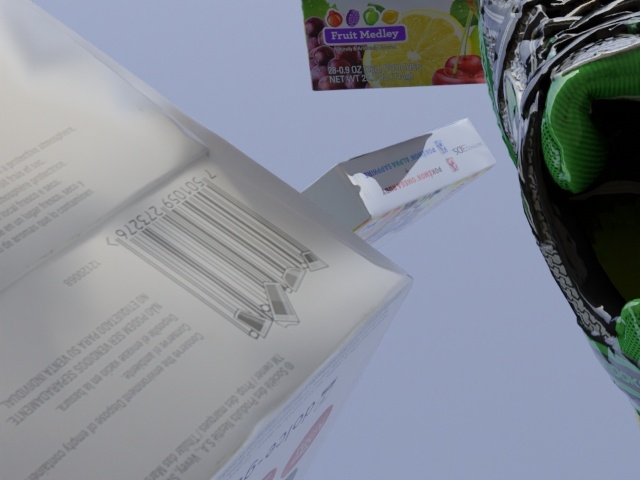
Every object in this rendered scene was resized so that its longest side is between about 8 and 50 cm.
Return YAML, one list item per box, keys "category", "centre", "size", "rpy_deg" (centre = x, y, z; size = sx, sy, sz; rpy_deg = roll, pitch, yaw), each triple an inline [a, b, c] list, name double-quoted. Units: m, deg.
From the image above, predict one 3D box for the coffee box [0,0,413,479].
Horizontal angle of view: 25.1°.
- category: "coffee box"
  centre: [-0.213, 0.108, 0.811]
  size: [0.338, 0.334, 0.337]
  rpy_deg: [36, -142, 12]

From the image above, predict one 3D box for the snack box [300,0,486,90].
- category: "snack box"
  centre: [0.070, -0.209, 0.957]
  size: [0.174, 0.070, 0.207]
  rpy_deg: [-2, -63, 12]

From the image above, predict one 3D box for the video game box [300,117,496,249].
- category: "video game box"
  centre: [0.000, 0.000, 0.991]
  size: [0.205, 0.187, 0.048]
  rpy_deg: [-37, -95, 34]

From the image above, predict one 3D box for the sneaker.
- category: "sneaker"
  centre: [0.135, -0.053, 0.566]
  size: [0.134, 0.146, 0.343]
  rpy_deg: [-28, -137, 11]
